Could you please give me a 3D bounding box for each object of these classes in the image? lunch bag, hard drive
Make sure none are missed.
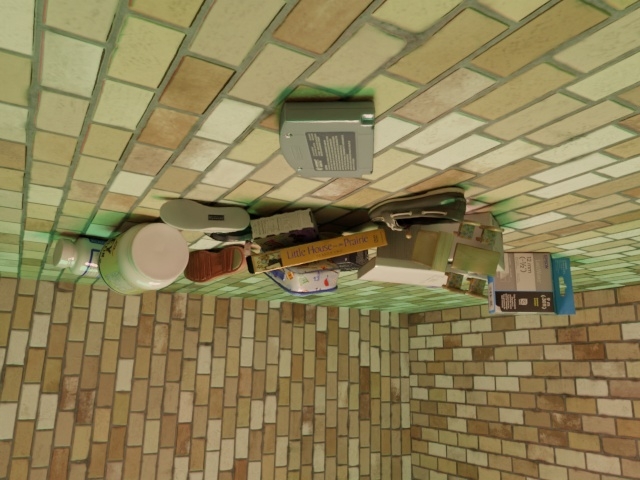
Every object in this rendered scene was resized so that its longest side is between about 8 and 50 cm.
[{"bbox_3d":[-0.091,0.103,1.943,0.243,0.114,0.303,-7,-158,-36],"label":"lunch bag"},{"bbox_3d":[0.297,0.106,1.717,0.308,0.040,0.203,6,163,-11],"label":"hard drive"}]

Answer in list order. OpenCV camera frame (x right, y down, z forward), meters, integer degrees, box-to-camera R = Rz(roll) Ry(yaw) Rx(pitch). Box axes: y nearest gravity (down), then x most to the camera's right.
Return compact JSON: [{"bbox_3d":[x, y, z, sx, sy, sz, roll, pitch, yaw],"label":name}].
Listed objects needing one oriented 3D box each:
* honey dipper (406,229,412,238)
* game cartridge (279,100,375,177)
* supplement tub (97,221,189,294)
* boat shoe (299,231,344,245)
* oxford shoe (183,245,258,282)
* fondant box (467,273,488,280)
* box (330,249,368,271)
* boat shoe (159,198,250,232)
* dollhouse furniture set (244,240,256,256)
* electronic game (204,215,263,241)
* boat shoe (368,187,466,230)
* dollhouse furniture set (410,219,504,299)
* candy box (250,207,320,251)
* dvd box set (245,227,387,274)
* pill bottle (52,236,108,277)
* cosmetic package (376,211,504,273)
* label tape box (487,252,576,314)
[{"bbox_3d":[0.270,-0.039,1.618,0.031,0.030,0.160,0,-163,7],"label":"honey dipper"},{"bbox_3d":[0.015,-0.205,1.094,0.196,0.060,0.294,-3,165,4],"label":"game cartridge"},{"bbox_3d":[-0.629,0.066,1.851,0.236,0.235,0.325,12,162,-38],"label":"supplement tub"},{"bbox_3d":[0.000,0.000,1.896,0.170,0.059,0.063,2,166,-2],"label":"boat shoe"},{"bbox_3d":[-0.426,0.111,2.229,0.397,0.140,0.147,-6,171,36],"label":"oxford shoe"},{"bbox_3d":[0.569,0.145,2.359,0.238,0.096,0.330,12,164,-37],"label":"fondant box"},{"bbox_3d":[0.089,0.066,2.082,0.156,0.093,0.158,-8,164,33],"label":"box"},{"bbox_3d":[-0.354,-0.069,1.601,0.268,0.096,0.088,0,168,-18],"label":"boat shoe"},{"bbox_3d":[-0.237,0.026,1.974,0.114,0.081,0.091,11,163,-34],"label":"dollhouse furniture set"},{"bbox_3d":[-0.282,-0.042,1.776,0.230,0.048,0.229,-7,166,-2],"label":"electronic game"},{"bbox_3d":[0.267,-0.072,1.511,0.112,0.095,0.335,14,161,-41],"label":"boat shoe"},{"bbox_3d":[0.406,0.047,1.484,0.242,0.212,0.161,13,-178,-11],"label":"dollhouse furniture set"},{"bbox_3d":[-0.111,-0.032,1.685,0.196,0.070,0.165,-12,165,4],"label":"candy box"},{"bbox_3d":[-0.026,0.036,1.703,0.421,0.062,0.307,-12,179,-12],"label":"dvd box set"},{"bbox_3d":[-0.896,0.070,2.062,0.272,0.152,0.152,14,161,-41],"label":"pill bottle"},{"bbox_3d":[0.407,0.025,1.764,0.385,0.156,0.217,-6,162,30],"label":"cosmetic package"},{"bbox_3d":[0.873,0.179,2.145,0.348,0.249,0.115,0,166,7],"label":"label tape box"}]
